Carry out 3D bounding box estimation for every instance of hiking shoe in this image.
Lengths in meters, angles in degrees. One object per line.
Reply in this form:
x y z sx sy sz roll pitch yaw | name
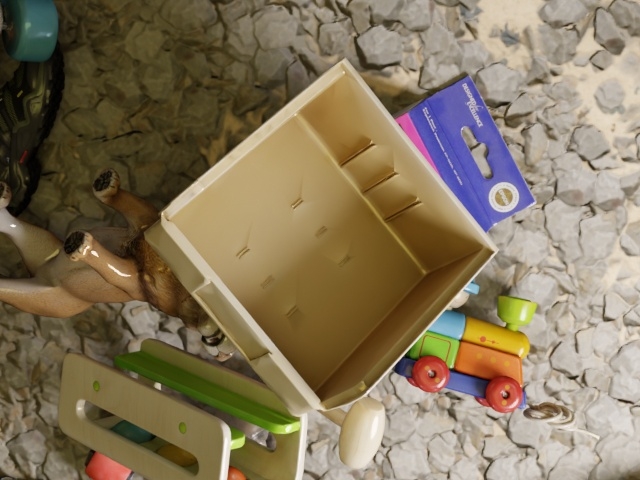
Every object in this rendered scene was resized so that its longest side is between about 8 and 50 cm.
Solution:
-0.366 -0.139 1.327 0.114 0.086 0.227 17 100 -5 | hiking shoe

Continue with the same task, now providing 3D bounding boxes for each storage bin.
0.000 0.000 1.198 0.262 0.123 0.260 51 56 -7 | storage bin

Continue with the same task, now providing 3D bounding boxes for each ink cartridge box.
0.052 -0.028 1.352 0.371 0.069 0.176 -28 98 3 | ink cartridge box

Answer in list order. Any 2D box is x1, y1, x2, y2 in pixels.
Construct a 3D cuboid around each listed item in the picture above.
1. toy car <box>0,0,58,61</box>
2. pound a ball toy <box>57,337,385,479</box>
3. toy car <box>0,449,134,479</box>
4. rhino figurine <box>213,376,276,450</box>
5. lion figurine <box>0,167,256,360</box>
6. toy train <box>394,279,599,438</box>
-0.434 -0.191 1.262 0.219 0.210 0.238 -1 127 -35 | toy car
-0.113 0.213 1.291 0.319 0.208 0.136 17 106 39 | pound a ball toy
-0.278 0.354 1.424 0.239 0.053 0.225 -27 98 6 | toy car
-0.085 0.231 1.390 0.106 0.073 0.243 40 95 5 | rhino figurine
-0.247 0.033 1.305 0.392 0.240 0.142 3 65 35 | lion figurine
0.223 0.129 1.361 0.248 0.105 0.143 16 86 -1 | toy train
